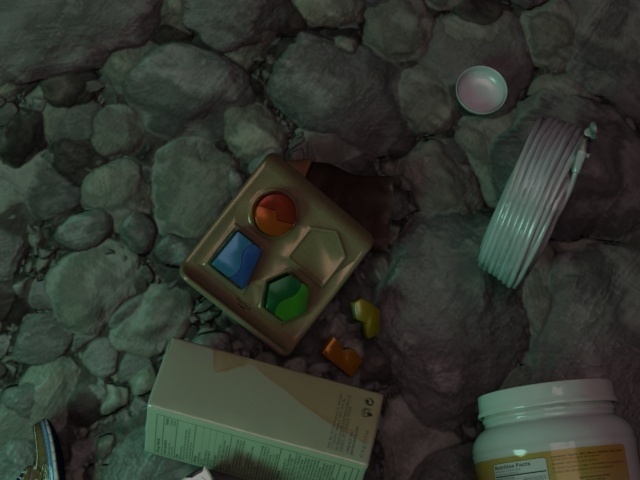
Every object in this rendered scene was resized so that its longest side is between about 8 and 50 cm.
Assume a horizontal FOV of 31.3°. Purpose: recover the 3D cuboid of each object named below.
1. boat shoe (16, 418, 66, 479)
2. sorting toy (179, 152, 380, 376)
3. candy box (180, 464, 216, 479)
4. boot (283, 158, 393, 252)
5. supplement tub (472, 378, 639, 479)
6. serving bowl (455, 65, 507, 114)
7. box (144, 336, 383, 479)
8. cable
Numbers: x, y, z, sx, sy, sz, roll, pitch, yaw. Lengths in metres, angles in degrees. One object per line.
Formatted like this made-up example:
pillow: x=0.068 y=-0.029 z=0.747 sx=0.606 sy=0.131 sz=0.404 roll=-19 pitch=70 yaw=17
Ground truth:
boat shoe: x=-0.396 y=0.346 z=1.618 sx=0.066 sy=0.066 sz=0.183 roll=-10 pitch=75 yaw=-5
sorting toy: x=-0.022 y=0.051 z=1.667 sx=0.307 sy=0.041 sz=0.229 roll=39 pitch=80 yaw=-16
candy box: x=-0.220 y=0.393 z=1.564 sx=0.196 sy=0.165 sz=0.070 roll=-32 pitch=79 yaw=-11
boot: x=0.000 y=0.000 z=1.724 sx=0.207 sy=0.090 sz=0.248 roll=10 pitch=77 yaw=-3
supplement tub: x=0.332 y=0.361 z=1.571 sx=0.228 sy=0.228 sz=0.316 roll=-5 pitch=75 yaw=-5
serving bowl: x=0.257 y=-0.237 z=1.836 sx=0.083 sy=0.027 sz=0.083 roll=1 pitch=75 yaw=-3
box: x=-0.082 y=0.257 z=1.606 sx=0.311 sy=0.148 sz=0.121 roll=16 pitch=52 yaw=0
cable: x=0.310 y=-0.056 z=1.673 sx=0.089 sy=0.257 sz=0.257 roll=26 pitch=89 yaw=9
